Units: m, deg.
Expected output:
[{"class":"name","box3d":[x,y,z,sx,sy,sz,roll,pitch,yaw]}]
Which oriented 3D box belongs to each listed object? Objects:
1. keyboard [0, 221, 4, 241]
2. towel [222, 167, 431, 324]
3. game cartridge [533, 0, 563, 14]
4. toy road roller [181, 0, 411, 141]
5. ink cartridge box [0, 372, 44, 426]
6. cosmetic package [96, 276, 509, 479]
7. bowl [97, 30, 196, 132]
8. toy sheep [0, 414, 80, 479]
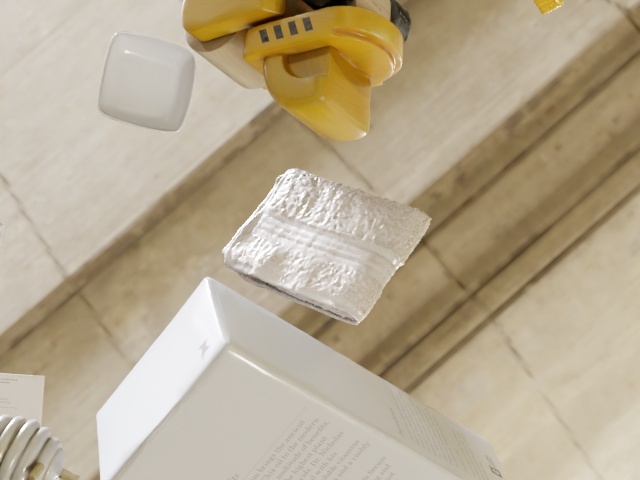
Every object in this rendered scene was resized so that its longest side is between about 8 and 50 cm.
[{"class":"keyboard","box3d":[-0.545,0.088,1.966,0.014,0.256,0.072,3,-12,31]},{"class":"towel","box3d":[0.000,0.000,1.743,0.282,0.187,0.049,19,-25,42]},{"class":"game cartridge","box3d":[0.295,-0.552,2.081,0.324,0.052,0.285,47,24,-30]},{"class":"toy road roller","box3d":[-0.038,-0.264,1.842,0.202,0.329,0.241,33,55,-51]},{"class":"ink cartridge box","box3d":[-0.601,0.362,2.291,0.168,0.233,0.171,6,-13,-20]},{"class":"cosmetic package","box3d":[-0.008,0.264,1.470,0.453,0.230,0.161,33,16,-25]},{"class":"bowl","box3d":[-0.266,-0.238,1.927,0.142,0.142,0.053,13,-6,-18]},{"class":"toy sheep","box3d":[-0.318,0.231,1.345,0.132,0.091,0.091,29,-2,-2]}]
